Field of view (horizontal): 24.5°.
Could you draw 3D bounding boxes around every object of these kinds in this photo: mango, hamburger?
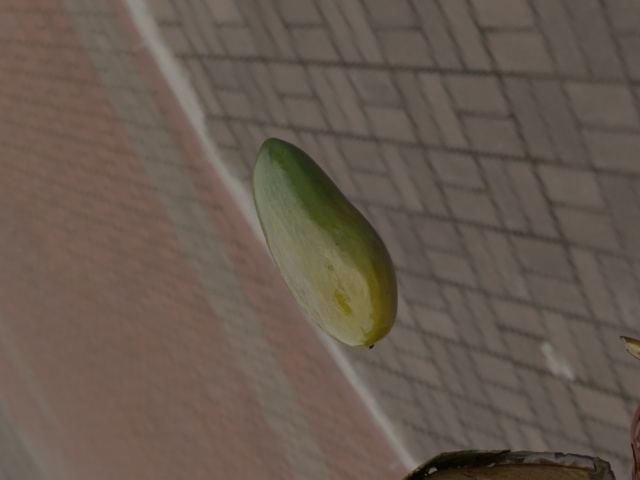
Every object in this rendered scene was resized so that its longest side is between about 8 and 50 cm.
[{"bbox_3d":[0.000,0.006,1.524,0.237,0.091,0.137,56,149,30],"label":"mango"},{"bbox_3d":[0.216,0.366,1.701,0.277,0.318,0.195,-2,110,30],"label":"hamburger"}]

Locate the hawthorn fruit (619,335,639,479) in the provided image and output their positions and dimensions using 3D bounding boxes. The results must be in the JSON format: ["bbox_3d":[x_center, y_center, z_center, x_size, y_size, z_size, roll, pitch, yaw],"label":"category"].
[{"bbox_3d":[0.347,0.154,1.083,0.298,0.277,0.277,37,153,20],"label":"hawthorn fruit"}]
